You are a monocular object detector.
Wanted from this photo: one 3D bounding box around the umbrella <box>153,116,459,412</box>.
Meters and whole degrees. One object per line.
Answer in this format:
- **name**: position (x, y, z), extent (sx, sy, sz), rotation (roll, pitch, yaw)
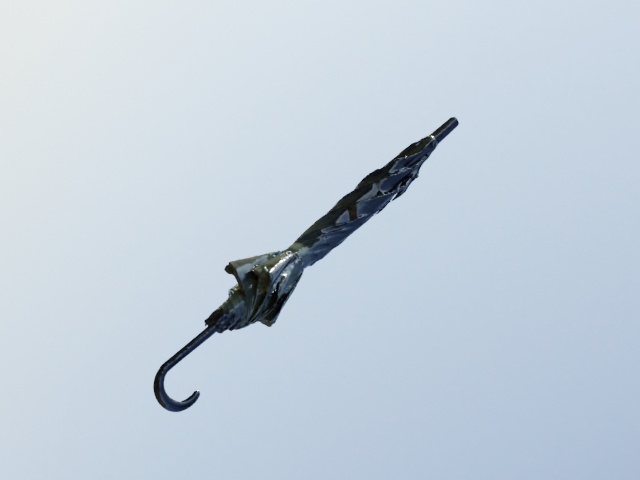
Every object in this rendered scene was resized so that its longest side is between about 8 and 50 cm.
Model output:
- **umbrella**: position (-0.003, -0.004, 0.781), extent (0.269, 0.044, 0.044), rotation (-45, -159, -32)
